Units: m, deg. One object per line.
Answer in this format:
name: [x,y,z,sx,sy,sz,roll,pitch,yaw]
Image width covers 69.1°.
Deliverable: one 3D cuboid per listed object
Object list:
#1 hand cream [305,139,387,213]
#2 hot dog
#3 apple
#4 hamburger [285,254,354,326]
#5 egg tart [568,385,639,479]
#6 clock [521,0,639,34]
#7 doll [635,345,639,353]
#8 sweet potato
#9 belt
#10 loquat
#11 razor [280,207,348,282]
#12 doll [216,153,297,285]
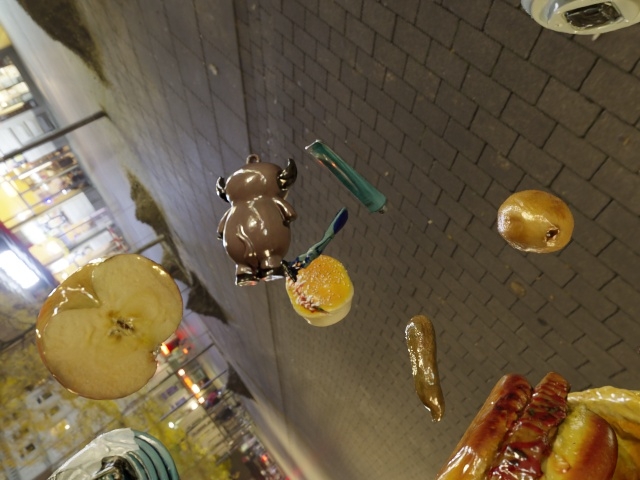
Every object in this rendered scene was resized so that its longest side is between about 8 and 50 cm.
hand cream: [0.062,-0.135,1.015,0.224,0.048,0.083,41,166,-16]
hot dog: [0.333,0.350,0.754,0.185,0.405,0.223,37,128,23]
apple: [-0.455,0.173,0.998,0.163,0.293,0.251,2,140,47]
hamburger: [-0.003,0.167,1.665,0.295,0.227,0.151,-121,11,-56]
egg tart: [0.600,0.497,0.869,0.443,0.178,0.442,-3,86,50]
clock: [0.468,-0.405,0.795,0.236,0.237,0.053,6,90,62]
doll: [0.693,0.207,0.942,0.057,0.165,0.139,5,105,19]
sweet potato: [0.232,0.274,1.020,0.062,0.081,0.232,-20,64,32]
belt: [-0.407,0.594,0.905,0.436,0.300,0.173,-125,26,-55]
loquat: [0.679,-0.061,1.472,0.238,0.238,0.193,22,117,53]
razor: [0.003,0.001,0.729,0.028,0.154,0.044,10,139,48]
doll: [-0.119,-0.046,0.899,0.117,0.182,0.257,40,-138,-61]
